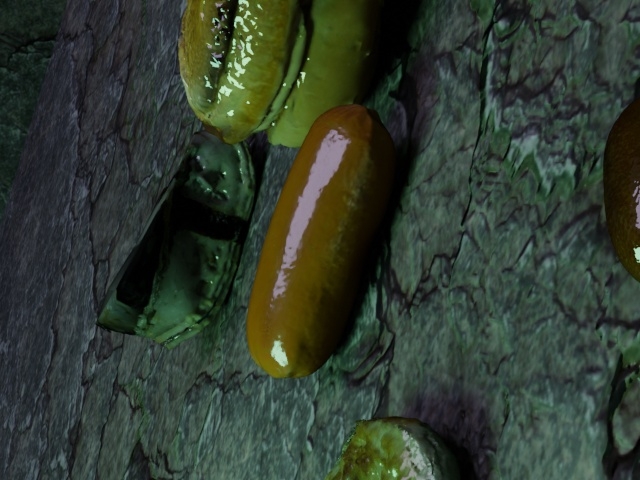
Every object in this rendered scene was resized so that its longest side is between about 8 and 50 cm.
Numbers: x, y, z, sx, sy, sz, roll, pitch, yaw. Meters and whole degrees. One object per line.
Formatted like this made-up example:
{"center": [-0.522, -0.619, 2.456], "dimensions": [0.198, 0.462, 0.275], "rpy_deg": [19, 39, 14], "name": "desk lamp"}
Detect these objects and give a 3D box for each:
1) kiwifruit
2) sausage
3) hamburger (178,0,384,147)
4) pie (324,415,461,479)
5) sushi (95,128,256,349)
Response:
{"center": [0.192, -0.027, 0.927], "dimensions": [0.075, 0.075, 0.124], "rpy_deg": [131, 146, -49], "name": "kiwifruit"}
{"center": [0.000, 0.000, 1.403], "dimensions": [0.098, 0.098, 0.238], "rpy_deg": [-142, 68, -69], "name": "sausage"}
{"center": [-0.035, -0.244, 1.523], "dimensions": [0.304, 0.174, 0.284], "rpy_deg": [-99, 15, -49], "name": "hamburger"}
{"center": [0.033, 0.231, 1.173], "dimensions": [0.240, 0.054, 0.240], "rpy_deg": [-161, 90, -72], "name": "pie"}
{"center": [-0.125, -0.016, 1.771], "dimensions": [0.273, 0.109, 0.134], "rpy_deg": [-66, 11, -25], "name": "sushi"}
